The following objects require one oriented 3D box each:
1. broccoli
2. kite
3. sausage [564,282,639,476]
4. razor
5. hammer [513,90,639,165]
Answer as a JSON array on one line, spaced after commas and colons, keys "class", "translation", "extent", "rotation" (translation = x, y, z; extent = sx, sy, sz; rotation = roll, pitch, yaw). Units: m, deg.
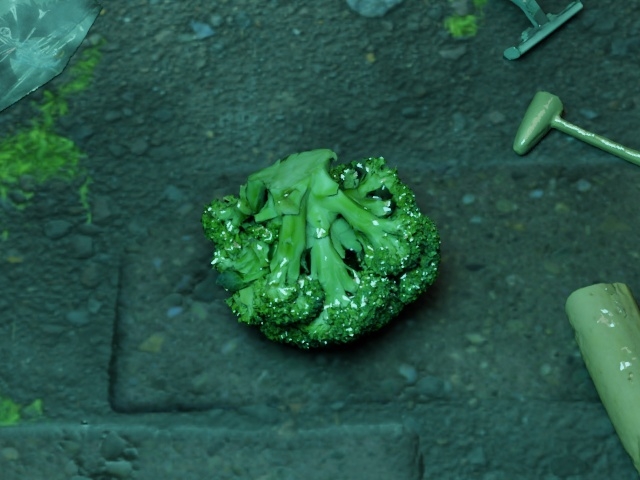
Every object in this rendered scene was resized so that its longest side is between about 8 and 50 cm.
[{"class": "broccoli", "translation": [0.000, 0.000, 1.558], "extent": [0.195, 0.156, 0.195], "rotation": [-19, 30, 11]}, {"class": "kite", "translation": [-0.349, -0.234, 1.787], "extent": [0.310, 0.015, 0.169], "rotation": [38, 66, 19]}, {"class": "sausage", "translation": [0.273, 0.164, 1.498], "extent": [0.065, 0.066, 0.301], "rotation": [-19, 57, -10]}, {"class": "razor", "translation": [0.134, -0.250, 1.773], "extent": [0.084, 0.036, 0.211], "rotation": [-38, 65, -22]}, {"class": "hammer", "translation": [0.260, -0.066, 1.663], "extent": [0.195, 0.028, 0.060], "rotation": [24, 67, 14]}]
